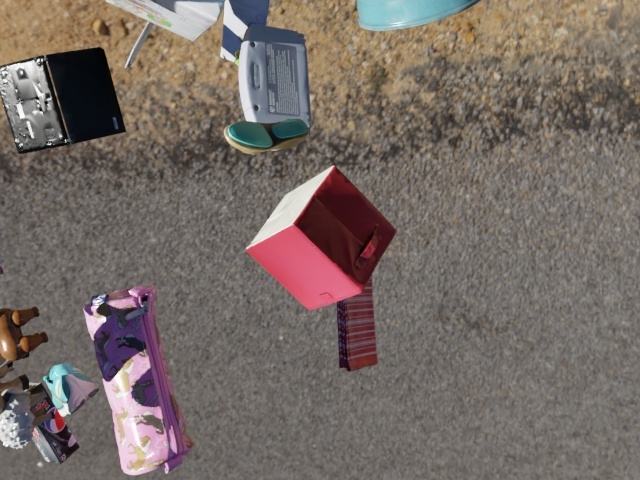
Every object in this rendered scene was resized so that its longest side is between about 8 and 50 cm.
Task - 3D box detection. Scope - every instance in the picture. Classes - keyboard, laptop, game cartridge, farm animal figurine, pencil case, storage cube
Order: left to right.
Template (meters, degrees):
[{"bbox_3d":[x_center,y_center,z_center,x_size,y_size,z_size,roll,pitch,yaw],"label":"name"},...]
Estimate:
[{"bbox_3d":[-0.635,0.181,1.172,0.330,0.172,0.327,26,123,38],"label":"farm animal figurine"},{"bbox_3d":[-0.698,-0.374,1.762,0.264,0.136,0.235,-7,104,18],"label":"laptop"},{"bbox_3d":[-0.382,0.292,1.392,0.160,0.167,0.386,-14,87,-7],"label":"pencil case"},{"bbox_3d":[-0.474,-0.566,1.781,0.014,0.256,0.072,23,140,-14],"label":"keyboard"},{"bbox_3d":[-0.125,-0.435,1.799,0.198,0.298,0.062,0,174,-26],"label":"game cartridge"},{"bbox_3d":[0.000,0.000,1.339,0.193,0.184,0.215,45,144,-16],"label":"storage cube"}]

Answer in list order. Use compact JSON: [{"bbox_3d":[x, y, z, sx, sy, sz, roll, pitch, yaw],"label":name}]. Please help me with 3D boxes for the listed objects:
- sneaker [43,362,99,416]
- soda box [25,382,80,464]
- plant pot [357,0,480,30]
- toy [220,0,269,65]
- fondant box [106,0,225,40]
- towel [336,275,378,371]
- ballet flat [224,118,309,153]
[{"bbox_3d":[-0.579,0.332,1.517,0.110,0.107,0.275,51,149,-4],"label":"sneaker"},{"bbox_3d":[-0.566,0.375,1.349,0.060,0.053,0.169,-8,113,37],"label":"soda box"},{"bbox_3d":[0.179,-0.598,1.331,0.271,0.272,0.255,-3,123,25],"label":"plant pot"},{"bbox_3d":[-0.210,-0.616,1.888,0.136,0.056,0.237,25,132,10],"label":"toy"},{"bbox_3d":[-0.365,-0.580,1.542,0.238,0.096,0.330,20,180,-22],"label":"fondant box"},{"bbox_3d":[0.101,0.205,1.758,0.031,0.198,0.275,-7,82,29],"label":"towel"},{"bbox_3d":[-0.122,-0.218,1.441,0.073,0.232,0.080,-46,67,43],"label":"ballet flat"}]
